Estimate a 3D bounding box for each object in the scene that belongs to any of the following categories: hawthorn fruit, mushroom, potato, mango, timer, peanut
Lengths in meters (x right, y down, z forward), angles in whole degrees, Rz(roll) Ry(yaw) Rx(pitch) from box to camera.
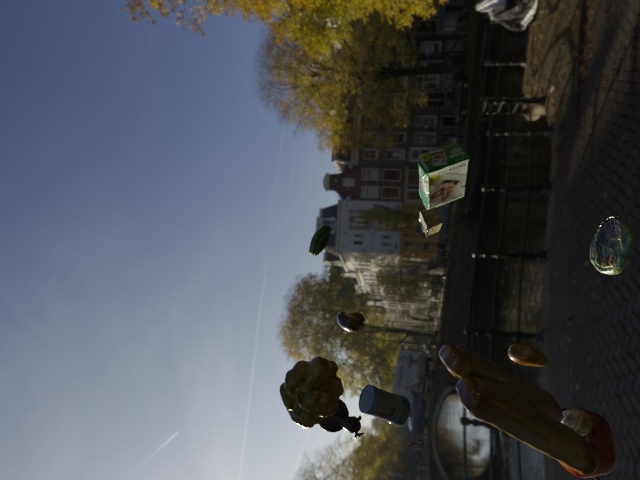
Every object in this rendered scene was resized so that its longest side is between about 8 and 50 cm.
[{"bbox_3d":[0.870,0.688,1.428,0.205,0.205,0.253,-23,-83,-76],"label":"hawthorn fruit"},{"bbox_3d":[0.125,0.336,1.812,0.127,0.127,0.087,43,-112,-74],"label":"mushroom"},{"bbox_3d":[0.383,-0.065,1.505,0.122,0.061,0.086,54,-161,-72],"label":"potato"},{"bbox_3d":[0.941,0.521,1.963,0.111,0.163,0.089,47,-122,-29],"label":"mango"},{"bbox_3d":[0.000,0.000,1.934,0.140,0.047,0.128,-42,-27,-50],"label":"timer"},{"bbox_3d":[0.711,0.542,1.231,0.082,0.082,0.187,-68,-15,-54],"label":"peanut"}]

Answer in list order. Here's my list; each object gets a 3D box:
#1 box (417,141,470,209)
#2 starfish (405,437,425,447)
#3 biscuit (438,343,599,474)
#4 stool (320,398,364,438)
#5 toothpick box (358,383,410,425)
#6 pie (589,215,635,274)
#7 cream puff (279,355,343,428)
[{"bbox_3d":[0.461,-0.242,1.636,0.250,0.180,0.103,68,180,-57],"label":"box"},{"bbox_3d":[0.378,0.809,1.723,0.092,0.086,0.016,29,-153,-43],"label":"starfish"},{"bbox_3d":[0.391,0.326,0.876,0.062,0.290,0.237,-61,2,13],"label":"biscuit"},{"bbox_3d":[0.074,0.685,1.673,0.121,0.217,0.125,63,-131,-70],"label":"stool"},{"bbox_3d":[0.222,0.575,1.503,0.101,0.153,0.101,-57,18,30],"label":"toothpick box"},{"bbox_3d":[1.146,0.018,1.695,0.240,0.054,0.241,12,-90,-89],"label":"pie"},{"bbox_3d":[-0.026,0.474,1.329,0.221,0.194,0.195,-65,-5,20],"label":"cream puff"}]
